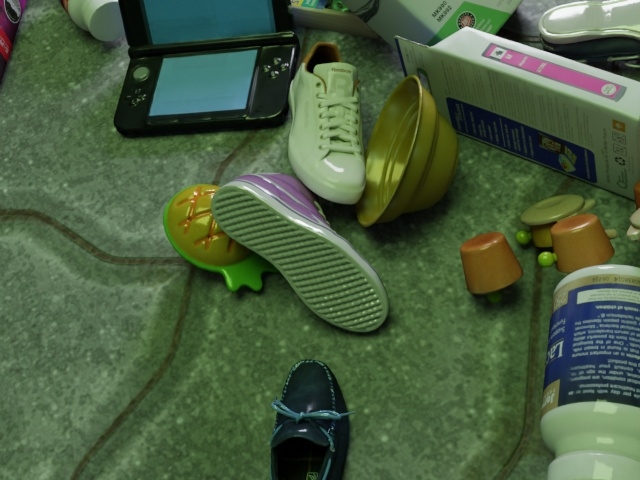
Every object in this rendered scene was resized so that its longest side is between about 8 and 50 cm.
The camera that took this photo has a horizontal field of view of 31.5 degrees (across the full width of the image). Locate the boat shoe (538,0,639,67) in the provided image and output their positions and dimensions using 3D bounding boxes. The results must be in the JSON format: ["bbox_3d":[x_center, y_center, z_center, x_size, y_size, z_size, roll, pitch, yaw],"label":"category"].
[{"bbox_3d":[0.442,-0.293,1.627,0.254,0.079,0.095,-3,58,18],"label":"boat shoe"}]

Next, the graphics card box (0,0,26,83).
[{"bbox_3d":[-0.613,-0.447,1.968,0.094,0.233,0.371,-8,53,17],"label":"graphics card box"}]

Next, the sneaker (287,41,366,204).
[{"bbox_3d":[0.010,-0.179,1.624,0.106,0.123,0.290,5,43,-20],"label":"sneaker"}]

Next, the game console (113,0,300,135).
[{"bbox_3d":[-0.196,-0.318,1.785,0.293,0.173,0.250,-3,55,16],"label":"game console"}]

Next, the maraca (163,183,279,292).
[{"bbox_3d":[-0.137,-0.005,1.598,0.186,0.099,0.127,42,66,11],"label":"maraca"}]

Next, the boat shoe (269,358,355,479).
[{"bbox_3d":[-0.011,0.252,1.378,0.109,0.089,0.258,-11,53,10],"label":"boat shoe"}]

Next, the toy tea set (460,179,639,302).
[{"bbox_3d":[0.345,0.015,1.425,0.336,0.124,0.200,-13,16,31],"label":"toy tea set"}]

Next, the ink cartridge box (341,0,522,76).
[{"bbox_3d":[0.149,-0.404,1.678,0.289,0.121,0.211,40,71,-5],"label":"ink cartridge box"}]

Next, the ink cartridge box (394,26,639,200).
[{"bbox_3d":[0.279,-0.182,1.538,0.371,0.176,0.069,23,65,29],"label":"ink cartridge box"}]

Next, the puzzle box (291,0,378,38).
[{"bbox_3d":[0.046,-0.534,1.910,0.272,0.052,0.409,14,68,26],"label":"puzzle box"}]

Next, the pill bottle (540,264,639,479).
[{"bbox_3d":[0.330,0.173,1.287,0.153,0.153,0.264,1,56,18],"label":"pill bottle"}]

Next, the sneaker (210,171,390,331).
[{"bbox_3d":[0.000,-0.001,1.547,0.282,0.161,0.102,42,116,8],"label":"sneaker"}]

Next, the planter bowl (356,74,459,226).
[{"bbox_3d":[0.130,-0.110,1.559,0.090,0.217,0.217,17,56,-13],"label":"planter bowl"}]

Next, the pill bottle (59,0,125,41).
[{"bbox_3d":[-0.398,-0.429,1.966,0.108,0.108,0.193,-33,52,-7],"label":"pill bottle"}]
